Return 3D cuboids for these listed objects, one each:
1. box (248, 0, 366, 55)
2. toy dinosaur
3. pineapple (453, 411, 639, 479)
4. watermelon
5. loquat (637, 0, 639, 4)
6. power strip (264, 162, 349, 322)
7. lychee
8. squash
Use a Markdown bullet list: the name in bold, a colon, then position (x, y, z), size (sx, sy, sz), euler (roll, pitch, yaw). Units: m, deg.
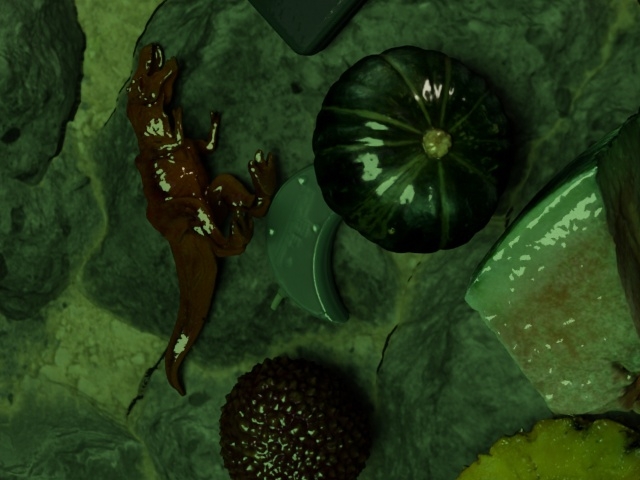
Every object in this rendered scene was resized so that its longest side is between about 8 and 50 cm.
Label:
- **box**: position (-0.040, -0.330, 1.638), size (0.230, 0.050, 0.160), euler (49, 118, 10)
- **toy dinosaur**: position (-0.140, -0.017, 1.737), size (0.208, 0.097, 0.432), euler (0, 98, 42)
- **pineapple**: position (0.288, 0.267, 1.573), size (0.335, 0.158, 0.161), euler (-14, 54, 31)
- **watermelon**: position (0.260, 0.037, 1.449), size (0.151, 0.264, 0.302), euler (-9, 100, 30)
- **loquat**: position (0.407, -0.272, 1.270), size (0.329, 0.328, 0.328), euler (6, 104, 26)
- **power strip**: position (0.000, 0.000, 1.696), size (0.137, 0.044, 0.216), euler (32, 113, 19)
- **lychee**: position (-0.033, 0.224, 1.692), size (0.188, 0.188, 0.188), euler (6, 104, 26)
- **squash**: position (0.094, -0.091, 1.546), size (0.218, 0.218, 0.172), euler (64, 153, 1)
